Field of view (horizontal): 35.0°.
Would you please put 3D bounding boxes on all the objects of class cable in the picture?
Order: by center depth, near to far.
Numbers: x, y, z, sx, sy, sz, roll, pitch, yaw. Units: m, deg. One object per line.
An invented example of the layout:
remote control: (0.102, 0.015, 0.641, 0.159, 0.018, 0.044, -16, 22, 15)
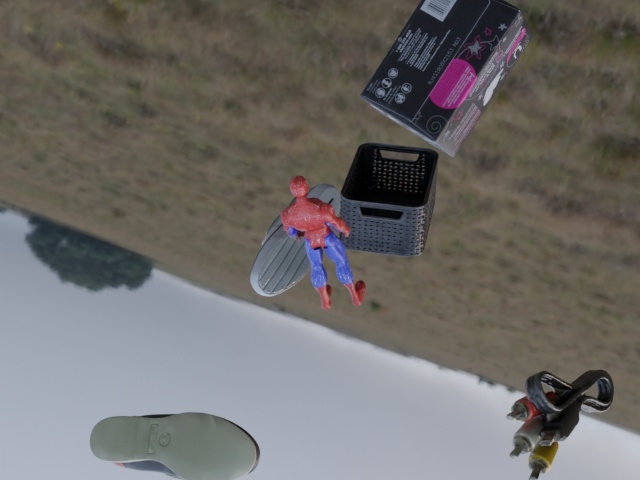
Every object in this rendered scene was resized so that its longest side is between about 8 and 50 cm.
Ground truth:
cable: (0.349, 0.235, 1.494, 0.072, 0.139, 0.287, -14, -173, 34)

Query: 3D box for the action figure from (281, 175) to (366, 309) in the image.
action figure: (0.000, 0.000, 0.636, 0.038, 0.030, 0.115, -4, 143, 15)

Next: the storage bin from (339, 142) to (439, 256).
storage bin: (0.101, -0.062, 1.468, 0.122, 0.084, 0.180, 7, -146, 9)

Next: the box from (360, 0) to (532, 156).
box: (0.209, -0.290, 1.681, 0.163, 0.247, 0.142, 35, -175, 21)

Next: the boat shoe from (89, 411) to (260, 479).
boat shoe: (-0.100, 0.150, 0.732, 0.137, 0.049, 0.043, -1, 159, 25)

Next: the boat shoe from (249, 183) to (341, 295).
boat shoe: (-0.049, 0.001, 1.601, 0.076, 0.226, 0.083, 0, 131, 46)
